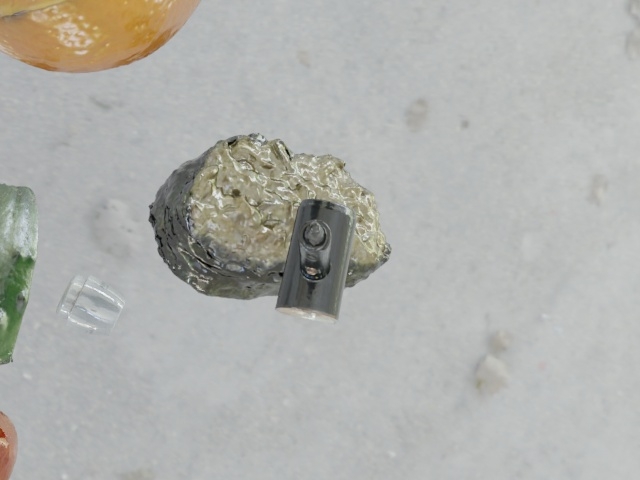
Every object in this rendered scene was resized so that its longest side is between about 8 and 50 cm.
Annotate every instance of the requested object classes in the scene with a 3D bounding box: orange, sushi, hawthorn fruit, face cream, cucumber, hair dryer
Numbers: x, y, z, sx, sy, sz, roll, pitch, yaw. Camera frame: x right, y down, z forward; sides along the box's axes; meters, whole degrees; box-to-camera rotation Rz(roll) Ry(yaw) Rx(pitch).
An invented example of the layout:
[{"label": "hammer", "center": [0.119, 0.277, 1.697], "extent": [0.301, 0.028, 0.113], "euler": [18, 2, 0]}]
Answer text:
[{"label": "orange", "center": [-0.215, -0.299, 1.164], "extent": [0.274, 0.274, 0.310], "euler": [2, 76, -35]}, {"label": "sushi", "center": [-0.064, -0.026, 1.741], "extent": [0.350, 0.171, 0.210], "euler": [14, 55, -32]}, {"label": "hawthorn fruit", "center": [-0.431, 0.258, 1.496], "extent": [0.125, 0.140, 0.125], "euler": [-4, 106, -13]}, {"label": "face cream", "center": [-0.368, 0.105, 1.976], "extent": [0.095, 0.091, 0.091], "euler": [26, 84, -7]}, {"label": "cucumber", "center": [-0.517, 0.040, 1.878], "extent": [0.105, 0.145, 0.325], "euler": [37, 53, -45]}, {"label": "hair dryer", "center": [0.000, 0.000, 1.247], "extent": [0.070, 0.255, 0.128], "euler": [12, 77, 1]}]
